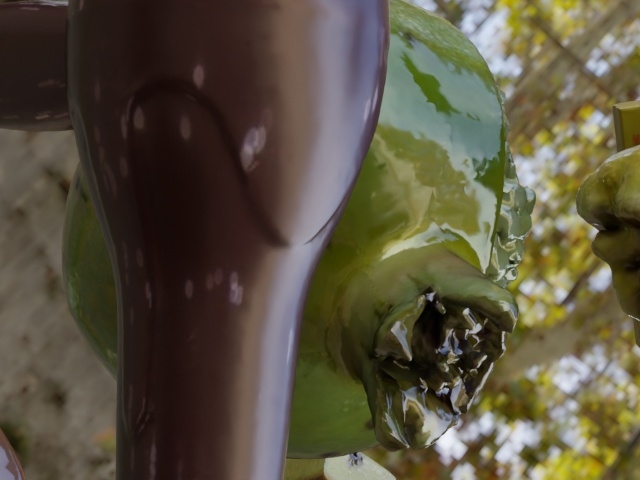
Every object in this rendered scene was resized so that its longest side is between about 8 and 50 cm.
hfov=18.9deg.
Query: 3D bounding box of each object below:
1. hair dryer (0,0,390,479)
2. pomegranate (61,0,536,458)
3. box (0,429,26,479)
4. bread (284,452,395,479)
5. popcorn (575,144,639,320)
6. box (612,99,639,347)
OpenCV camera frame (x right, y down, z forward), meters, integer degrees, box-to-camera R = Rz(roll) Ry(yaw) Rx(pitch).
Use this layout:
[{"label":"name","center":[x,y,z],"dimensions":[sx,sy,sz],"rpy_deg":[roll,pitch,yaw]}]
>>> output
[{"label":"hair dryer","center":[-0.113,-0.027,0.810],"dimensions":[0.340,0.123,0.313],"rpy_deg":[4,-93,49]},{"label":"pomegranate","center":[0.000,0.000,0.994],"dimensions":[0.260,0.260,0.340],"rpy_deg":[66,-11,-27]},{"label":"box","center":[-0.262,0.141,0.407],"dimensions":[0.339,0.239,0.229],"rpy_deg":[19,-61,-20]},{"label":"bread","center":[-0.048,0.208,1.531],"dimensions":[0.226,0.049,0.088],"rpy_deg":[-17,-39,40]},{"label":"popcorn","center":[0.243,-0.016,1.044],"dimensions":[0.203,0.200,0.226],"rpy_deg":[-9,-54,11]},{"label":"box","center":[0.230,-0.013,1.180],"dimensions":[0.023,0.087,0.155],"rpy_deg":[-123,-155,-77]}]
